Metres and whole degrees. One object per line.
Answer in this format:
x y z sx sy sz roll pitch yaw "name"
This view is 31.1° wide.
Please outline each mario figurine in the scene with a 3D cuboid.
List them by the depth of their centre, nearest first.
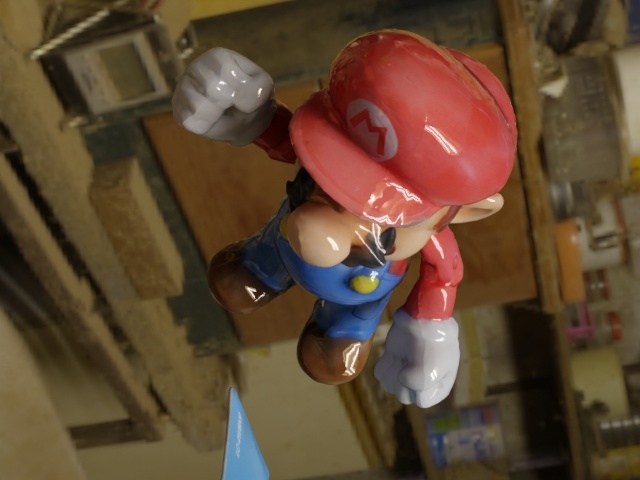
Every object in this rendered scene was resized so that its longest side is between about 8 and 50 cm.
0.000 0.000 0.696 0.320 0.198 0.170 118 -25 -61 "mario figurine"

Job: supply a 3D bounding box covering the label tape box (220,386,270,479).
-0.064 0.300 0.663 0.249 0.115 0.348 -90 168 -58 "label tape box"
